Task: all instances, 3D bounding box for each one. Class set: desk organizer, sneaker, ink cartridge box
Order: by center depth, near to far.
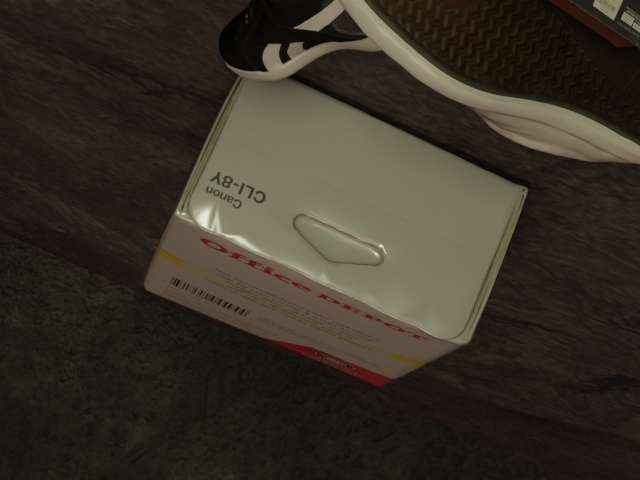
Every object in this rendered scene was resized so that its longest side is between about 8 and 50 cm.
[{"bbox_3d":[0.137,-0.163,1.042,0.130,0.047,0.050,29,168,-23],"label":"desk organizer"},{"bbox_3d":[0.103,-0.119,1.137,0.290,0.105,0.123,28,164,-27],"label":"sneaker"},{"bbox_3d":[-0.031,-0.180,1.217,0.121,0.079,0.217,36,156,-28],"label":"sneaker"},{"bbox_3d":[0.000,0.000,1.666,0.279,0.160,0.385,24,167,-5],"label":"ink cartridge box"}]
